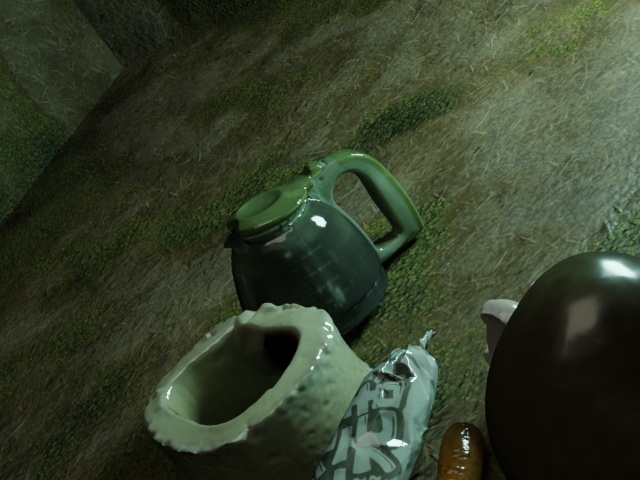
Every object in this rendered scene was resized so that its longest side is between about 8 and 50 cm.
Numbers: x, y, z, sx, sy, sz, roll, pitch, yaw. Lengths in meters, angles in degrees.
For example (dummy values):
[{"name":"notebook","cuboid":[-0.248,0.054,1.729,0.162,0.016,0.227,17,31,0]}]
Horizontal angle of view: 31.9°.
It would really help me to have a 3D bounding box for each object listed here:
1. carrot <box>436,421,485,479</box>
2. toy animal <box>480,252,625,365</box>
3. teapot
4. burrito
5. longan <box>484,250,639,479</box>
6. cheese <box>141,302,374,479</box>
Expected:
[{"name":"carrot","cuboid":[0.157,0.313,1.317,0.059,0.059,0.248,-20,33,30]},{"name":"toy animal","cuboid":[0.312,0.100,1.435,0.212,0.124,0.124,-21,21,-18]},{"name":"teapot","cuboid":[-0.003,0.012,1.795,0.321,0.239,0.239,-24,24,10]},{"name":"burrito","cuboid":[0.058,0.287,1.426,0.139,0.101,0.446,-19,32,42]},{"name":"longan","cuboid":[0.305,0.156,1.157,0.243,0.300,0.300,-3,2,-39]},{"name":"cheese","cuboid":[-0.094,0.238,1.635,0.332,0.153,0.292,1,44,50]}]
